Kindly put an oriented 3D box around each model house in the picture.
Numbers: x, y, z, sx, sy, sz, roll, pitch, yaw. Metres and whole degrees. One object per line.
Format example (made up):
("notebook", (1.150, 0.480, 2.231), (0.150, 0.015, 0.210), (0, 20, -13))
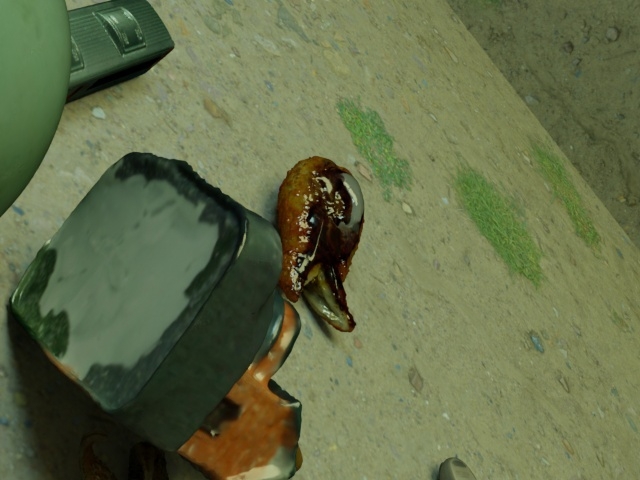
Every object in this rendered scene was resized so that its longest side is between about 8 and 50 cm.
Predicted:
("model house", (-0.086, 0.097, 0.838), (0.271, 0.190, 0.301), (23, -19, 51))

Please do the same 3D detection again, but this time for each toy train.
("toy train", (-0.289, -0.191, 1.016), (0.086, 0.089, 0.409), (57, 27, -7))

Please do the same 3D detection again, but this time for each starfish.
("starfish", (-0.134, 0.234, 0.791), (0.190, 0.074, 0.146), (40, 29, -25))

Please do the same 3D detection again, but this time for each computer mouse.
("computer mouse", (0.178, 0.326, 1.215), (0.066, 0.039, 0.096), (23, 33, -46))

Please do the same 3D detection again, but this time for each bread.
("bread", (-0.005, -0.007, 1.259), (0.139, 0.095, 0.269), (34, 48, -29))

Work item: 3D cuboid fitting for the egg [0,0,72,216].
("egg", (-0.324, -0.132, 0.686), (0.276, 0.276, 0.389), (37, 30, -30))
